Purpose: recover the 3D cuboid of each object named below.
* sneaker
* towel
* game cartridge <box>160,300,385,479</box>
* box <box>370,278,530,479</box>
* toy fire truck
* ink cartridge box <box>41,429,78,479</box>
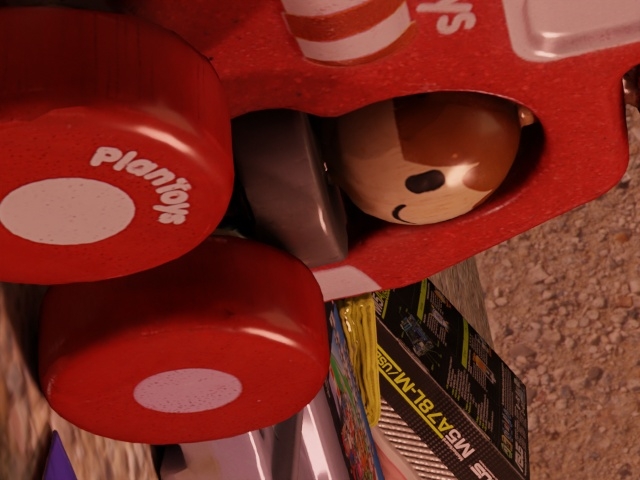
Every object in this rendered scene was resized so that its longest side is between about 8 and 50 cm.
[{"bbox_3d":[0.057,0.157,1.267,0.134,0.051,0.070,59,-30,5],"label":"sneaker"},{"bbox_3d":[0.000,0.000,1.024,0.237,0.021,0.102,-108,-169,-50],"label":"towel"},{"bbox_3d":[-0.004,0.153,0.844,0.230,0.068,0.355,-77,155,-59],"label":"game cartridge"},{"bbox_3d":[0.082,0.089,1.246,0.184,0.045,0.191,45,16,-9],"label":"box"},{"bbox_3d":[0.010,-0.063,0.544,0.302,0.253,0.169,64,18,-59],"label":"toy fire truck"},{"bbox_3d":[-0.054,0.194,0.523,0.208,0.045,0.206,-86,163,-62],"label":"ink cartridge box"}]
